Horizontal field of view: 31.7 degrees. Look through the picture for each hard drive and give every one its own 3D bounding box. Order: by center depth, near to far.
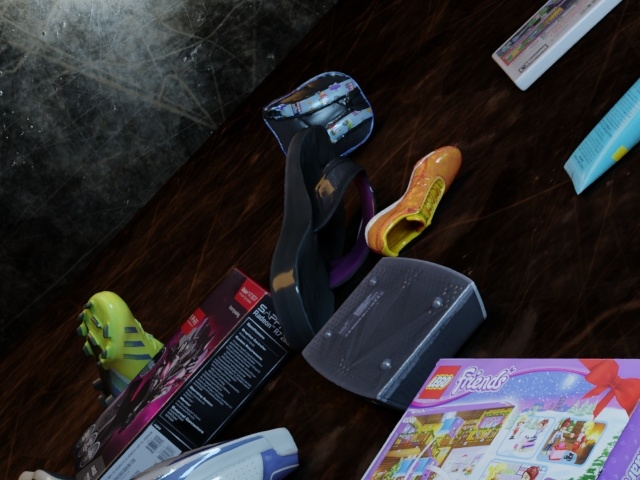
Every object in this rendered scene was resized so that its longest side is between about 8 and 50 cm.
[{"bbox_3d":[0.079,0.101,1.238,0.172,0.054,0.254,-49,17,-9],"label":"hard drive"}]

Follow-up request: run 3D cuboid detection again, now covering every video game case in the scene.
[{"bbox_3d":[0.341,-0.309,1.610,0.201,0.023,0.183,-44,17,13],"label":"video game case"}]

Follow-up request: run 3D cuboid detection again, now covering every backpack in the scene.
[{"bbox_3d":[0.003,-0.210,1.994,0.173,0.158,0.117,-32,-1,3],"label":"backpack"}]

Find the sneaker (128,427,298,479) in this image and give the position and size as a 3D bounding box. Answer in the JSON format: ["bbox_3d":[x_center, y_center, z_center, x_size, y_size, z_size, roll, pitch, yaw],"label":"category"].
[{"bbox_3d":[-0.149,0.327,1.160,0.315,0.182,0.127,-22,-1,-41],"label":"sneaker"}]

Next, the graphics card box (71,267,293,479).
[{"bbox_3d":[-0.189,0.212,1.577,0.371,0.094,0.233,-49,16,-4],"label":"graphics card box"}]

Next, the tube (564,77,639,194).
[{"bbox_3d":[0.335,-0.137,1.182,0.207,0.052,0.080,-47,11,18],"label":"tube"}]

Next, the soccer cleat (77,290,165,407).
[{"bbox_3d":[-0.289,0.164,1.699,0.121,0.289,0.093,-27,53,-23],"label":"soccer cleat"}]

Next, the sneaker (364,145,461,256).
[{"bbox_3d":[0.133,-0.047,1.472,0.175,0.064,0.067,-53,37,-4],"label":"sneaker"}]

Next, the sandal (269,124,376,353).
[{"bbox_3d":[0.019,-0.013,1.543,0.107,0.167,0.446,-15,34,14],"label":"sandal"}]

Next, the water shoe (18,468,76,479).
[{"bbox_3d":[-0.441,0.414,1.803,0.203,0.073,0.080,-24,49,61],"label":"water shoe"}]

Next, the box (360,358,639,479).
[{"bbox_3d":[0.138,0.187,0.884,0.201,0.057,0.293,-54,18,-20],"label":"box"}]
